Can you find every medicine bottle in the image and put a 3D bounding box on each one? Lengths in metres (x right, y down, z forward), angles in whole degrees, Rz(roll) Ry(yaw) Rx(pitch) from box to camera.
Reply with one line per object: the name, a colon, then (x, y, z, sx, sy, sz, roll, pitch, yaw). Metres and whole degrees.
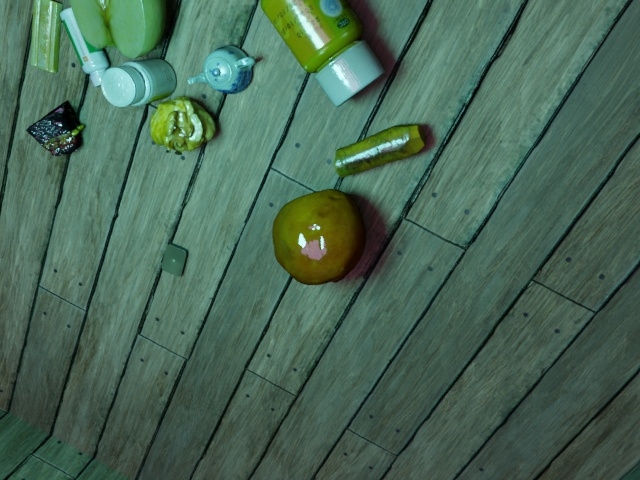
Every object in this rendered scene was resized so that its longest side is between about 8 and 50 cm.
medicine bottle: (-0.603, -0.527, 1.723, 0.144, 0.258, 0.143, 5, 113, 12)
medicine bottle: (-0.813, -0.673, 1.807, 0.095, 0.095, 0.259, -11, 107, 18)
medicine bottle: (0.014, -0.614, 1.556, 0.225, 0.224, 0.384, -31, 100, 23)

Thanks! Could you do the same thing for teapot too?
teapot: (-0.316, -0.559, 1.703, 0.232, 0.159, 0.158, -13, 108, 18)

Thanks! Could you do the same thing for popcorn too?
popcorn: (-0.472, -0.395, 1.788, 0.254, 0.190, 0.191, 36, 107, 42)

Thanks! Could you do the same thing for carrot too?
carrot: (0.193, -0.299, 1.703, 0.302, 0.114, 0.114, -16, 107, 22)

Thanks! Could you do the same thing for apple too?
apple: (-0.649, -0.773, 1.612, 0.321, 0.311, 0.360, -2, 125, -10)

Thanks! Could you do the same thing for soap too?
soap: (-0.984, -0.736, 1.856, 0.092, 0.037, 0.251, 21, 115, 6)

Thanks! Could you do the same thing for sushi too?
sushi: (-0.972, -0.401, 1.931, 0.172, 0.153, 0.150, -34, 120, 1)

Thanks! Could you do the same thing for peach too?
peach: (0.000, 0.000, 1.745, 0.343, 0.343, 0.301, -21, 83, 21)

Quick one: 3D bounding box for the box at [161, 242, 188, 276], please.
box: (-0.586, 0.077, 2.085, 0.091, 0.031, 0.125, 22, 114, 5)
